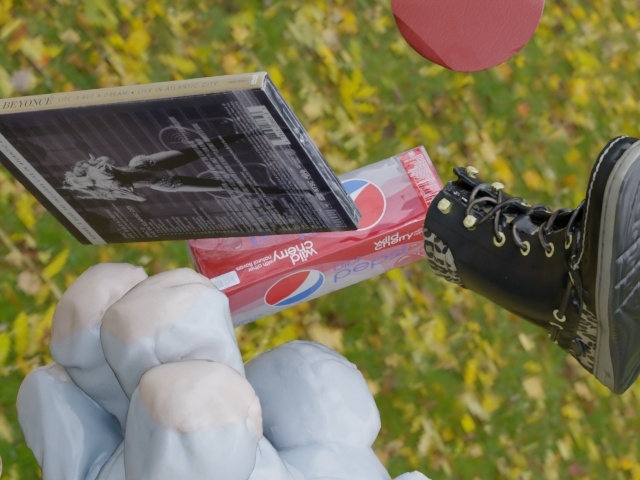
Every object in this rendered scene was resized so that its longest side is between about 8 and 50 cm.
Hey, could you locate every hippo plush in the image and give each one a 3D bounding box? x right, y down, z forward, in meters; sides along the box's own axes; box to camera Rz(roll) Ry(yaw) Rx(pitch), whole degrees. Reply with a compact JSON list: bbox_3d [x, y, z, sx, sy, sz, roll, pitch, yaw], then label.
[{"bbox_3d":[-0.037,0.148,0.925,0.237,0.234,0.294,3,56,-33],"label":"hippo plush"}]

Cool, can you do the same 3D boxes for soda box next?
[{"bbox_3d":[0.000,0.000,1.466,0.092,0.263,0.083,86,-18,-61],"label":"soda box"}]

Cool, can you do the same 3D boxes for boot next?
[{"bbox_3d":[0.148,-0.007,0.982,0.179,0.236,0.085,31,64,29],"label":"boot"}]

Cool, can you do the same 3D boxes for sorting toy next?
[{"bbox_3d":[0.184,-0.304,1.173,0.127,0.365,0.126,28,8,10],"label":"sorting toy"}]

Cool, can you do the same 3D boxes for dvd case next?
[{"bbox_3d":[-0.103,-0.049,0.954,0.164,0.221,0.018,53,40,-51],"label":"dvd case"}]

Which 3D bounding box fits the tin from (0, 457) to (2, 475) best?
[{"bbox_3d":[-0.496,0.326,1.861,0.189,0.106,0.040,-49,144,-21],"label":"tin"}]
